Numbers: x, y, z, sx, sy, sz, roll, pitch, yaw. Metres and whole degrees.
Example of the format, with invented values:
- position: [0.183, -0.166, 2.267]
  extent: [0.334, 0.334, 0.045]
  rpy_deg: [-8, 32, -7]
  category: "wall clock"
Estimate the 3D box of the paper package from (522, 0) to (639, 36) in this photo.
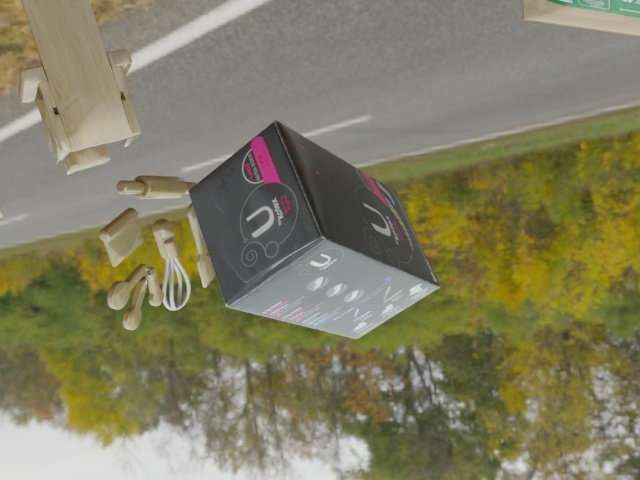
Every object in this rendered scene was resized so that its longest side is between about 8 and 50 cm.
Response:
- position: [0.396, -0.346, 0.780]
  extent: [0.325, 0.309, 0.168]
  rpy_deg: [21, 153, 33]
  category: "paper package"

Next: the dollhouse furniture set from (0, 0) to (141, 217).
- position: [-0.343, -0.100, 0.682]
  extent: [0.303, 0.173, 0.355]
  rpy_deg: [-18, -179, -22]
  category: "dollhouse furniture set"

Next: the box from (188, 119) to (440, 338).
- position: [0.000, 0.000, 0.950]
  extent: [0.143, 0.165, 0.270]
  rpy_deg: [-35, 150, 22]
  category: "box"

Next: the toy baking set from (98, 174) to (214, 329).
- position: [-0.211, 0.009, 1.045]
  extent: [0.030, 0.196, 0.256]
  rpy_deg: [13, -167, 22]
  category: "toy baking set"
